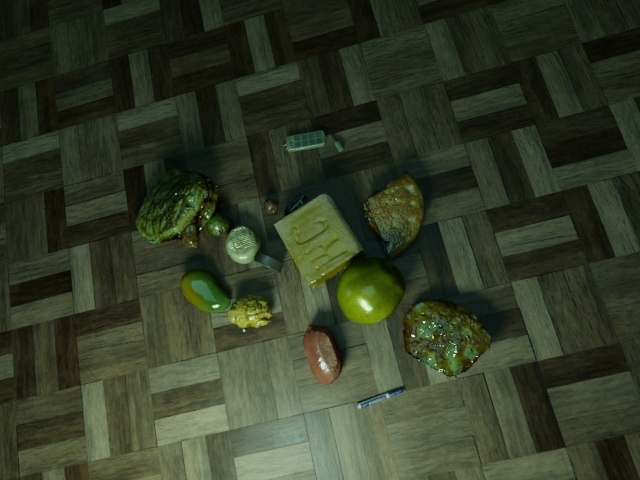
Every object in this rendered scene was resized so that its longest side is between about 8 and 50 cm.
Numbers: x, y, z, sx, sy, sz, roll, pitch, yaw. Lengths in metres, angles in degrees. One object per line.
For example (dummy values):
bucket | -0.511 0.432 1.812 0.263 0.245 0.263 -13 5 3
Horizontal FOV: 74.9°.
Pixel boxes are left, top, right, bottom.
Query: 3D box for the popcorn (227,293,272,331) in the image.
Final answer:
popcorn | -0.317 0.311 1.833 0.194 0.163 0.140 -15 49 30

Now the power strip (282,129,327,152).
power strip | -0.079 -0.482 2.035 0.226 0.029 0.080 -9 77 5

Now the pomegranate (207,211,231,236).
pomegranate | -0.483 -0.083 1.970 0.114 0.115 0.142 -34 49 -1

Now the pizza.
pizza | 0.324 -0.118 1.863 0.277 0.114 0.410 6 78 8

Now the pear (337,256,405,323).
pear | 0.201 0.208 1.735 0.293 0.294 0.295 -1 78 7

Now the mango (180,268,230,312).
mango | -0.524 0.235 1.903 0.251 0.114 0.156 42 76 1

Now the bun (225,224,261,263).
bun | -0.354 0.020 1.928 0.163 0.111 0.188 -25 66 -7

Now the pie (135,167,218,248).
pie | -0.686 -0.166 1.953 0.417 0.180 0.396 10 74 32

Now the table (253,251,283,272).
table | -0.233 0.099 1.878 0.133 0.133 0.043 23 81 11

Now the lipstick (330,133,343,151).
lipstick | 0.075 -0.476 2.017 0.025 0.025 0.107 -30 70 0

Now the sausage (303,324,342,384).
sausage | 0.010 0.475 1.766 0.148 0.148 0.255 -26 78 1

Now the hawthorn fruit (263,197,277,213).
hawthorn fruit | -0.243 -0.174 1.983 0.066 0.067 0.103 -32 50 0

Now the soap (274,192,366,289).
soap | 0.000 0.000 1.862 0.293 0.156 0.335 -31 75 5

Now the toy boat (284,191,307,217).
toy boat | -0.121 -0.160 1.958 0.060 0.055 0.141 42 86 20

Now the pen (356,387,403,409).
pen | 0.249 0.662 1.752 0.204 0.025 0.025 -21 76 3

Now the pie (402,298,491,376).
pie | 0.513 0.394 1.736 0.354 0.103 0.289 25 83 16
